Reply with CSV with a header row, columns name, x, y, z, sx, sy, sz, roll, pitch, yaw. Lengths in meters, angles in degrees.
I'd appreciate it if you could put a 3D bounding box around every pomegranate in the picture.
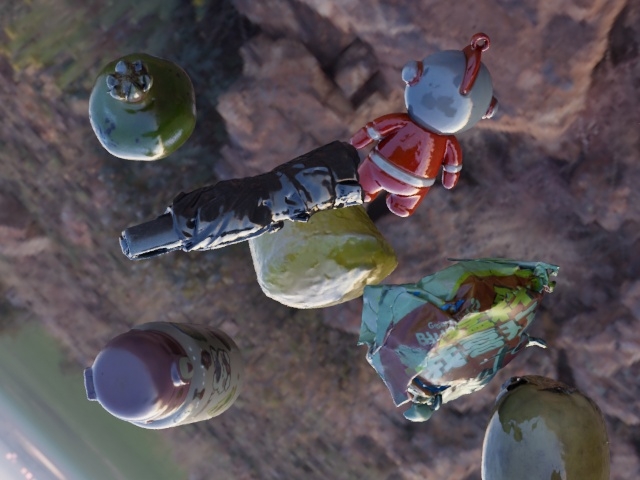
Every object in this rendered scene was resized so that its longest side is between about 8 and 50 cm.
name,x,y,z,sx,sy,sz,roll,pitch,yaw
pomegranate,-0.182,-0.142,1.081,0.114,0.114,0.142,41,169,10

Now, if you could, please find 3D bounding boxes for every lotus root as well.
name,x,y,z,sx,sy,sz,roll,pitch,yaw
lotus root,0.313,0.342,1.490,0.183,0.183,0.309,11,104,56

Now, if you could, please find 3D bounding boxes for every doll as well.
name,x,y,z,sx,sy,sz,roll,pitch,yaw
doll,0.171,-0.191,1.723,0.200,0.336,0.105,20,-149,-18

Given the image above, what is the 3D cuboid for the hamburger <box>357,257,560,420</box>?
name,x,y,z,sx,sy,sz,roll,pitch,yaw
hamburger,0.168,0.105,1.421,0.150,0.261,0.276,57,163,33

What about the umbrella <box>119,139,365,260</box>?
name,x,y,z,sx,sy,sz,roll,pitch,yaw
umbrella,-0.071,-0.033,0.989,0.059,0.236,0.066,154,99,-75

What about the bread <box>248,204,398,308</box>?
name,x,y,z,sx,sy,sz,roll,pitch,yaw
bread,-0.002,0.004,1.497,0.197,0.197,0.170,95,156,-64

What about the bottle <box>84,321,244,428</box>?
name,x,y,z,sx,sy,sz,roll,pitch,yaw
bottle,-0.169,0.147,1.180,0.120,0.120,0.253,41,-177,11
